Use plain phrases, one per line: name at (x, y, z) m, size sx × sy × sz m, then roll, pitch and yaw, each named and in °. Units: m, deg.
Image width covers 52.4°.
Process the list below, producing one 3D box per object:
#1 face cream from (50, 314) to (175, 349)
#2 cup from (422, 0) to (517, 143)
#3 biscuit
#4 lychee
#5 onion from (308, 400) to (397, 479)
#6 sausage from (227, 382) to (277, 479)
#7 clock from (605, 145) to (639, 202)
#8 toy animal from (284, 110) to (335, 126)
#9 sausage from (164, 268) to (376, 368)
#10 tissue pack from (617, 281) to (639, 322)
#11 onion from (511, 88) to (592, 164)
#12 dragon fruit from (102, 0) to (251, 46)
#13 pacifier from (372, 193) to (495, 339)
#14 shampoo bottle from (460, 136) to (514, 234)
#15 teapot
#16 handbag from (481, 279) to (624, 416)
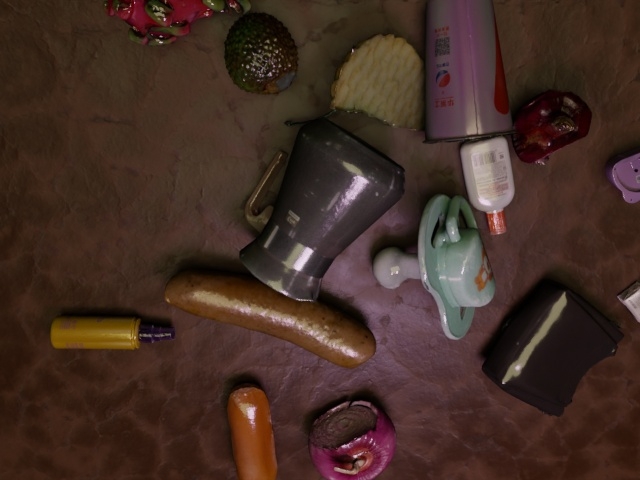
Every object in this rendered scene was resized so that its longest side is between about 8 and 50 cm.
face cream at (-0.479, 0.215, 1.518) m, size 0.274 × 0.078 × 0.078 m, roll 1°, pitch 105°, yaw -2°
cup at (0.298, -0.352, 1.347) m, size 0.203 × 0.203 × 0.288 m, roll -7°, pitch 99°, yaw 0°
biscuit at (0.138, -0.333, 1.355) m, size 0.274 × 0.036 × 0.187 m, roll 10°, pitch 98°, yaw -38°
lychee at (-0.126, -0.385, 1.334) m, size 0.171 × 0.171 × 0.171 m, roll -1°, pitch 105°, yaw -2°
onion at (0.084, 0.500, 1.577) m, size 0.207 × 0.201 × 0.200 m, roll -43°, pitch 105°, yaw -24°
sausage at (-0.167, 0.477, 1.591) m, size 0.105 × 0.105 × 0.274 m, roll -6°, pitch 105°, yaw -1°
clock at (0.732, -0.157, 1.476) m, size 0.153 × 0.050 × 0.109 m, roll -22°, pitch 105°, yaw 4°
toy animal at (0.040, -0.300, 1.393) m, size 0.253 × 0.079 × 0.070 m, roll -34°, pitch 91°, yaw 5°
sausage at (-0.105, 0.165, 1.493) m, size 0.501 × 0.123 × 0.136 m, roll 21°, pitch 69°, yaw -7°
tissue pack at (0.768, 0.150, 1.565) m, size 0.062 × 0.042 × 0.083 m, roll -41°, pitch 103°, yaw 10°
onion at (0.483, -0.252, 1.371) m, size 0.173 × 0.198 × 0.135 m, roll -33°, pitch 81°, yaw 5°
dragon fruit at (-0.297, -0.499, 1.274) m, size 0.273 × 0.218 × 0.198 m, roll -21°, pitch 132°, yaw 4°
pacifier at (0.245, 0.049, 1.452) m, size 0.269 × 0.288 × 0.343 m, roll 1°, pitch 131°, yaw 31°
shampoo bottle at (0.384, -0.122, 1.472) m, size 0.108 × 0.051 × 0.220 m, roll -14°, pitch 106°, yaw 1°
teapot at (-0.017, -0.074, 1.377) m, size 0.300 × 0.253 × 0.343 m, roll 41°, pitch 102°, yaw 34°
handbag at (0.558, 0.266, 1.555) m, size 0.257 × 0.113 × 0.285 m, roll 34°, pitch 94°, yaw -16°
